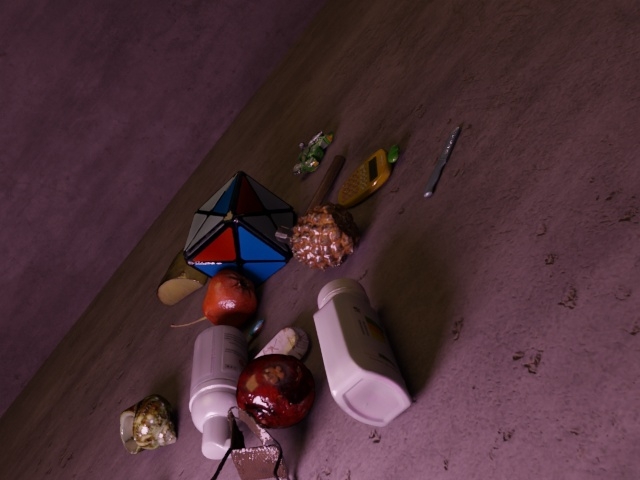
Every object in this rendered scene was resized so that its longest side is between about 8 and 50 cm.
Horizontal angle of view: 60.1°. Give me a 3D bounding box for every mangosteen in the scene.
[{"bbox_3d":[-0.096,0.322,1.171,0.180,0.166,0.166,110,178,-56],"label":"mangosteen"}]

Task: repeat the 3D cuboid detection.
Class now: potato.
[{"bbox_3d":[-0.529,0.097,2.174,0.269,0.112,0.255,-27,35,37],"label":"potato"}]

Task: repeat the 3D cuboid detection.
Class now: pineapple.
[{"bbox_3d":[0.000,0.000,1.397,0.193,0.166,0.166,-33,32,34],"label":"pineapple"}]

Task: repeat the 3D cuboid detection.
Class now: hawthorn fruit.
[{"bbox_3d":[-0.315,0.209,1.622,0.285,0.165,0.165,-37,30,12],"label":"hawthorn fruit"}]

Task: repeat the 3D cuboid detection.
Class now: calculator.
[{"bbox_3d":[0.134,-0.178,1.538,0.234,0.032,0.146,-38,30,29],"label":"calculator"}]

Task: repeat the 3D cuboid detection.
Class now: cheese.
[{"bbox_3d":[-0.191,0.256,1.528,0.111,0.017,0.047,-48,7,-3],"label":"cheese"}]

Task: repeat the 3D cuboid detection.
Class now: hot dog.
[{"bbox_3d":[-0.105,0.284,1.326,0.191,0.059,0.108,-45,41,7],"label":"hot dog"}]

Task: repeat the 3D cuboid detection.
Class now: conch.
[{"bbox_3d":[-0.483,0.527,1.567,0.181,0.124,0.188,36,112,55],"label":"conch"}]

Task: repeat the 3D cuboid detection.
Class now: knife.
[{"bbox_3d":[0.291,-0.188,1.322,0.028,0.015,0.210,-15,43,60],"label":"knife"}]

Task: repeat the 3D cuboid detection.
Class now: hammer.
[{"bbox_3d":[-0.009,-0.125,1.662,0.111,0.044,0.366,15,56,19],"label":"hammer"}]

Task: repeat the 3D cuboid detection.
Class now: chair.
[{"bbox_3d":[-0.130,0.426,1.068,0.148,0.174,0.213,-11,27,4],"label":"chair"}]

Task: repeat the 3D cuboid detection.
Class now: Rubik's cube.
[{"bbox_3d":[-0.243,-0.021,1.705,0.246,0.248,0.250,-36,31,27],"label":"Rubik's cube"}]

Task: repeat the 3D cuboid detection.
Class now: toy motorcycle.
[{"bbox_3d":[-0.029,-0.299,1.907,0.106,0.074,0.190,8,62,49],"label":"toy motorcycle"}]

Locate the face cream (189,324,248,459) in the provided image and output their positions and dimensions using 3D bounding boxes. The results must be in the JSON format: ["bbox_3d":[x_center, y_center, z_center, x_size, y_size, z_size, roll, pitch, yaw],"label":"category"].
[{"bbox_3d":[-0.245,0.376,1.335,0.145,0.145,0.370,-43,27,18],"label":"face cream"}]

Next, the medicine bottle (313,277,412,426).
[{"bbox_3d":[0.068,0.195,1.046,0.111,0.161,0.296,-44,26,14],"label":"medicine bottle"}]
